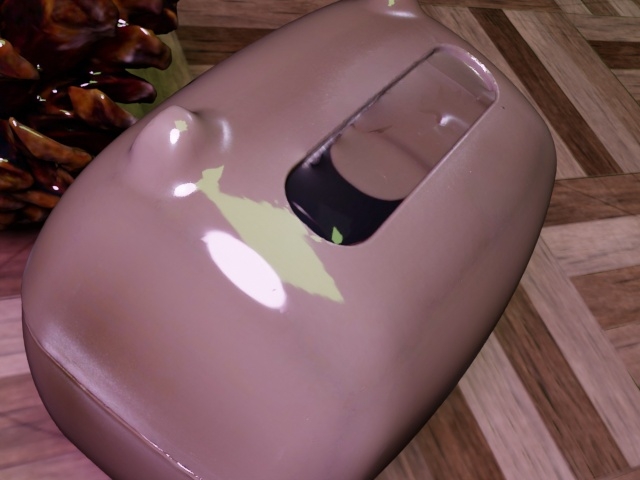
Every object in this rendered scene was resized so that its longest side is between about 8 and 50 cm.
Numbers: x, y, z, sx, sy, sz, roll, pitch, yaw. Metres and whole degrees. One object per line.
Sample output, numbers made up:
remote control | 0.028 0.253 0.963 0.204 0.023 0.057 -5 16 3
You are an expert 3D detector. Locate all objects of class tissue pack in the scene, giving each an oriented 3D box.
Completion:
tissue pack | 0.000 0.000 0.522 0.267 0.277 0.387 40 49 7

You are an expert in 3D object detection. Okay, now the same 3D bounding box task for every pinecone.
pinecone | -0.222 -0.135 0.534 0.244 0.244 0.309 23 85 -5
